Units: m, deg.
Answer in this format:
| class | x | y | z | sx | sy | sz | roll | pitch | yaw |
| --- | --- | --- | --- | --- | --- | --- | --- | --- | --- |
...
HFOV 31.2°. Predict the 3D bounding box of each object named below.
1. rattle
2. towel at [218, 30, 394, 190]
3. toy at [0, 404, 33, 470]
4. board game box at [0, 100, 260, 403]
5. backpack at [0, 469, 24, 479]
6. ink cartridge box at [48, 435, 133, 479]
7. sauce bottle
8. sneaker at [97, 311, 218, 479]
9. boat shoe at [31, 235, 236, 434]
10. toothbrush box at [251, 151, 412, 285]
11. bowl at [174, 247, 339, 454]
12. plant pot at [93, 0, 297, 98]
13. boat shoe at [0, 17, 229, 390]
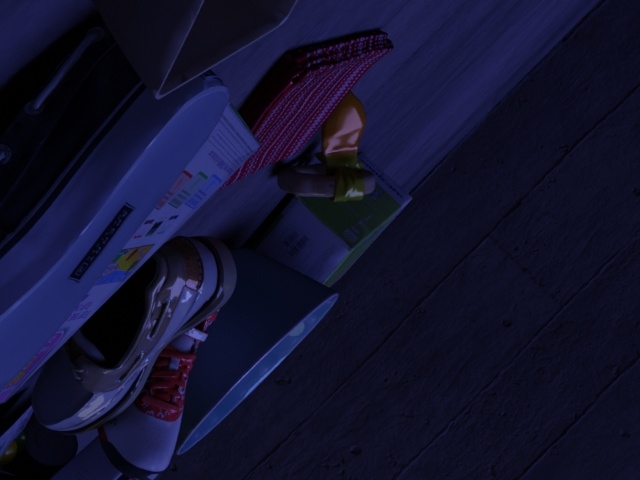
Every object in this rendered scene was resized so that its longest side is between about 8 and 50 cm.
| class | x | y | z | sx | sy | sz | roll | pitch | yaw |
| --- | --- | --- | --- | --- | --- | --- | --- | --- | --- |
| rattle | 0.002 | -0.123 | 1.488 | 0.130 | 0.142 | 0.199 | -14 | -168 | 4 |
| towel | -0.029 | -0.133 | 1.219 | 0.199 | 0.031 | 0.275 | -48 | 173 | 27 |
| toy | -0.393 | 0.254 | 1.226 | 0.137 | 0.056 | 0.237 | -58 | 176 | 19 |
| board game box | -0.190 | -0.002 | 0.865 | 0.316 | 0.064 | 0.242 | -45 | 174 | -1 |
| backpack | -0.341 | 0.294 | 0.984 | 0.191 | 0.225 | 0.253 | -42 | 143 | 3 |
| ink cartridge box | -0.337 | 0.357 | 1.325 | 0.371 | 0.069 | 0.175 | -40 | 166 | -41 |
| sauce bottle | -0.406 | 0.338 | 1.463 | 0.111 | 0.111 | 0.344 | -37 | 168 | -50 |
| sneaker | -0.180 | 0.134 | 1.303 | 0.145 | 0.090 | 0.270 | -52 | -155 | 27 |
| boat shoe | -0.221 | 0.097 | 1.189 | 0.302 | 0.113 | 0.103 | -46 | 153 | 25 |
| toothbrush box | 0.000 | 0.000 | 1.803 | 0.206 | 0.122 | 0.283 | -49 | 174 | 29 |
| bowl | -0.138 | 0.127 | 1.572 | 0.311 | 0.163 | 0.311 | -44 | 174 | -6 |
| plant pot | -0.063 | -0.156 | 0.566 | 0.109 | 0.096 | 0.109 | -40 | 173 | -41 |
| boat shoe | -0.190 | -0.007 | 0.678 | 0.306 | 0.105 | 0.113 | -51 | 170 | -2 |
